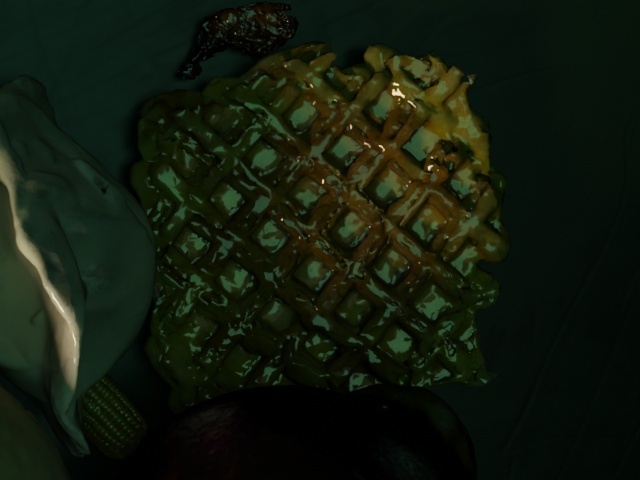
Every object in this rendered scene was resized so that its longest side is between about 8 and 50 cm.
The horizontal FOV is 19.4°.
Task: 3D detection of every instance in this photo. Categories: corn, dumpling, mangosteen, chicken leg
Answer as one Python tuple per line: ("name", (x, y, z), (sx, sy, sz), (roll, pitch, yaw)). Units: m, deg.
("corn", (-0.141, 0.094, 1.136), (0.037, 0.037, 0.092), (-41, 99, -10))
("dumpling", (-0.156, 0.006, 1.057), (0.124, 0.151, 0.229), (-14, 75, -3))
("mangosteen", (-0.006, 0.210, 1.088), (0.233, 0.287, 0.287), (-9, 96, 13))
("chicken leg", (-0.053, -0.127, 1.156), (0.083, 0.021, 0.036), (-20, 107, -13))

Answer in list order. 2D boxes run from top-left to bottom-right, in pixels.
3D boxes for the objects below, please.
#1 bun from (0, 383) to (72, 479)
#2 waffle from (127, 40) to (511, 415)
("bun", (-0.307, 0.181, 1.004), (0.361, 0.213, 0.361), (0, 90, -13))
("waffle", (-0.001, 0.000, 1.163), (0.254, 0.052, 0.245), (-9, 96, -14))
